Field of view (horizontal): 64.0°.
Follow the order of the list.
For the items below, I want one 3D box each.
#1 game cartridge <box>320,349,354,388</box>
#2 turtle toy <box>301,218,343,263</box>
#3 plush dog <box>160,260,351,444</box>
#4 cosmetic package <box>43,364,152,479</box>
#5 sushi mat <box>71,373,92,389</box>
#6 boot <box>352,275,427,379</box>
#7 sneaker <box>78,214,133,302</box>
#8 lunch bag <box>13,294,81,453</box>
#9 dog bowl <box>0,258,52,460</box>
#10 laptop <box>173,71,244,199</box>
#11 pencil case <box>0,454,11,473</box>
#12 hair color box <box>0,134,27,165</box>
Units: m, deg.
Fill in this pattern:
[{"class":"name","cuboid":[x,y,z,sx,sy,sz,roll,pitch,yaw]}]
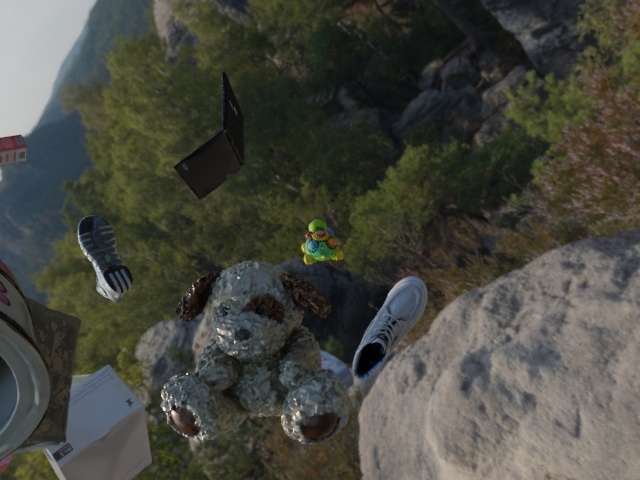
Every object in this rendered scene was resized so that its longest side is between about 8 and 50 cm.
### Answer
[{"class":"game cartridge","cuboid":[-0.060,0.364,1.381,0.198,0.062,0.297,-33,23,-32]},{"class":"turtle toy","cuboid":[0.000,0.000,1.223,0.130,0.095,0.066,-105,8,-54]},{"class":"plush dog","cuboid":[-0.082,0.139,0.729,0.210,0.262,0.226,-49,-44,-72]},{"class":"cosmetic package","cuboid":[-0.565,0.513,1.296,0.217,0.156,0.385,-33,-28,-37]},{"class":"sushi mat","cuboid":[-0.863,0.482,1.570,0.316,0.019,0.151,-7,35,14]},{"class":"boot","cuboid":[0.159,0.207,1.172,0.258,0.095,0.123,-64,-9,20]},{"class":"sneaker","cuboid":[-0.550,0.059,1.284,0.229,0.086,0.132,60,140,19]},{"class":"lunch bag","cuboid":[-0.596,0.254,0.903,0.286,0.169,0.235,-18,58,16]},{"class":"dog bowl","cuboid":[-0.529,0.131,0.577,0.408,0.408,0.150,-49,42,20]},{"class":"laptop","cuboid":[-0.297,-0.278,1.405,0.234,0.136,0.265,80,-173,-74]},{"class":"pencil case","cuboid":[-0.840,0.515,1.124,0.124,0.124,0.284,-52,-16,14]},{"class":"hair color box","cuboid":[-0.830,-0.222,1.301,0.072,0.141,0.043,-41,74,50]}]
